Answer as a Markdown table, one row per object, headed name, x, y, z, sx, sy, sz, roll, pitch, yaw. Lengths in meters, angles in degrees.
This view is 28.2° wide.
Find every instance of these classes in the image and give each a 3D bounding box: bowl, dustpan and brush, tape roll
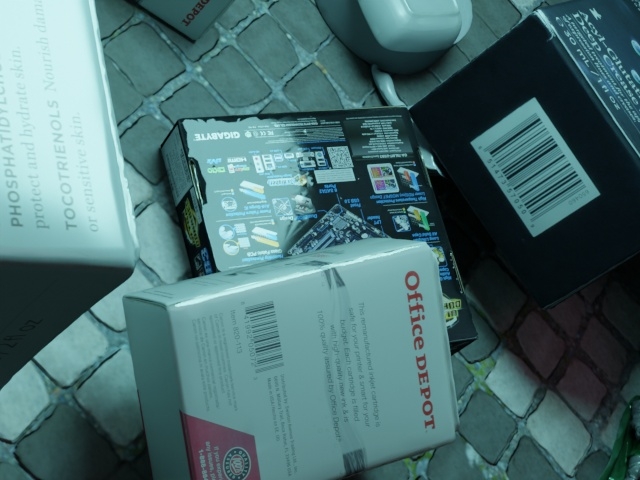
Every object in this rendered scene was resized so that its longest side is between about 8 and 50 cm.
| name | x | y | z | sx | sy | sz | roll | pitch | yaw |
| --- | --- | --- | --- | --- | --- | --- | --- | --- | --- |
| bowl | 0.113 | -0.311 | 1.607 | 0.142 | 0.053 | 0.142 | -9 | 70 | -38 |
| dustpan and brush | 0.119 | -0.144 | 1.604 | 0.147 | 0.060 | 0.211 | 25 | 43 | -59 |
| tape roll | 0.096 | -0.332 | 1.692 | 0.219 | 0.072 | 0.219 | 18 | 55 | -28 |

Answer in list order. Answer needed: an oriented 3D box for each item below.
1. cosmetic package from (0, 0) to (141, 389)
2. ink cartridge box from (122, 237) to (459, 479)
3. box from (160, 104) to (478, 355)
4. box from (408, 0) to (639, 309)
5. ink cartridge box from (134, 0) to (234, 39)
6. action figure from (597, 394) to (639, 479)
| name | x | y | z | sx | sy | sz | roll | pitch | yaw |
| --- | --- | --- | --- | --- | --- | --- | --- | --- | --- |
| cosmetic package | -0.405 | -0.067 | 0.977 | 0.394 | 0.329 | 0.327 | 3 | 64 | -35 |
| ink cartridge box | -0.024 | 0.124 | 1.215 | 0.283 | 0.117 | 0.207 | -13 | 99 | -28 |
| box | 0.000 | 0.000 | 1.396 | 0.296 | 0.073 | 0.293 | -7 | 71 | -28 |
| box | 0.340 | -0.130 | 1.604 | 0.293 | 0.212 | 0.395 | 56 | 31 | 4 |
| ink cartridge box | -0.179 | -0.344 | 1.434 | 0.208 | 0.153 | 0.086 | 32 | 48 | -20 |
| action figure | 0.412 | 0.269 | 1.594 | 0.137 | 0.063 | 0.232 | 37 | 45 | -10 |
